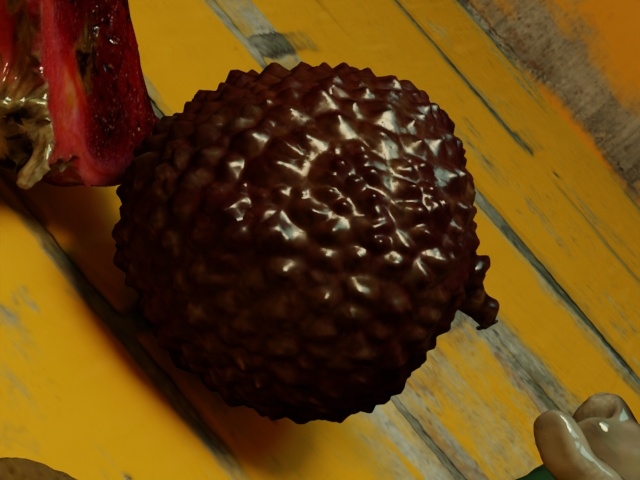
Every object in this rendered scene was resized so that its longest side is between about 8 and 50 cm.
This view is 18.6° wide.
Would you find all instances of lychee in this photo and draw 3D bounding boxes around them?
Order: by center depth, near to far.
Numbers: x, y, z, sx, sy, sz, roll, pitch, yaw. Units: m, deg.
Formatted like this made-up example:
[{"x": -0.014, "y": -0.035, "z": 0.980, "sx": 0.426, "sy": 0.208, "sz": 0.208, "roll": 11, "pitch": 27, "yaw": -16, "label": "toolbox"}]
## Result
[{"x": 0.000, "y": 0.000, "z": 1.369, "sx": 0.300, "sy": 0.264, "sz": 0.264, "roll": 19, "pitch": 29, "yaw": -21, "label": "lychee"}]

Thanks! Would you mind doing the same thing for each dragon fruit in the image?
[{"x": -0.211, "y": -0.118, "z": 1.332, "sx": 0.211, "sy": 0.134, "sz": 0.262, "roll": -78, "pitch": 161, "yaw": -50, "label": "dragon fruit"}]

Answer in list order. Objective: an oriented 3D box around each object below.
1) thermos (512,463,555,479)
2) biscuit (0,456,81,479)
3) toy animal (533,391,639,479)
[{"x": 0.168, "y": 0.230, "z": 1.585, "sx": 0.073, "sy": 0.083, "sz": 0.188, "roll": 10, "pitch": 5, "yaw": 25, "label": "thermos"}, {"x": -0.050, "y": 0.306, "z": 0.956, "sx": 0.368, "sy": 0.076, "sz": 0.394, "roll": 36, "pitch": 25, "yaw": -32, "label": "biscuit"}, {"x": 0.271, "y": 0.272, "z": 1.446, "sx": 0.303, "sy": 0.194, "sz": 0.344, "roll": -2, "pitch": 64, "yaw": -48, "label": "toy animal"}]
